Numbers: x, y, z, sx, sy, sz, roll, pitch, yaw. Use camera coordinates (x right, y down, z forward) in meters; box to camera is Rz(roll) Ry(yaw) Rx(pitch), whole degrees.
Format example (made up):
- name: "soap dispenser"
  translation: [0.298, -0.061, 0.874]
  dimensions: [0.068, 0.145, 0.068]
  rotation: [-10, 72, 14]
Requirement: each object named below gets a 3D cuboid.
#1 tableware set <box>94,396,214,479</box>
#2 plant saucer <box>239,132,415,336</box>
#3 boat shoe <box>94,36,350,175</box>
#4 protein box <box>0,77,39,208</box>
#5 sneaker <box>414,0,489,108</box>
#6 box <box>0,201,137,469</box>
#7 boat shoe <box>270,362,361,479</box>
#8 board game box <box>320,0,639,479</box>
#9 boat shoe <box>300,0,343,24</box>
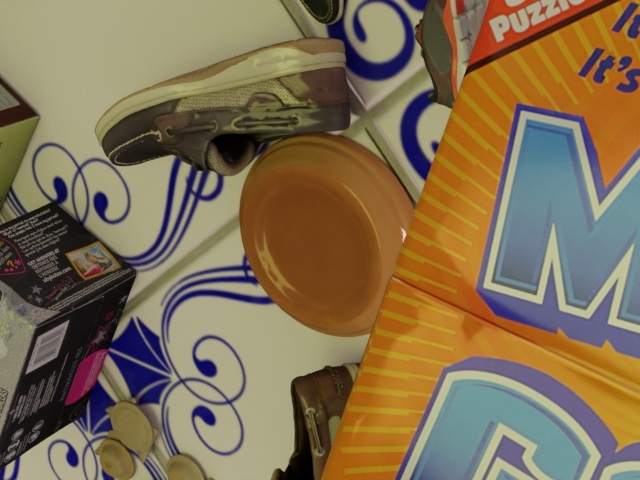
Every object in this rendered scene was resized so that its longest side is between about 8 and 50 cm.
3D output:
- name: "tableware set"
  translation: [-0.200, 0.265, 1.346]
  dimensions: [0.168, 0.020, 0.141]
  rotation: [48, 130, 10]
- name: "plant saucer"
  translation: [0.000, 0.000, 1.076]
  dimensions: [0.200, 0.037, 0.199]
  rotation: [15, 118, 31]
- name: "boat shoe"
  translation: [-0.093, -0.103, 1.053]
  dimensions: [0.285, 0.103, 0.092]
  rotation: [-15, 83, 34]
- name: "protein box"
  translation: [-0.449, -0.085, 1.262]
  dimensions: [0.136, 0.201, 0.199]
  rotation: [44, 128, 13]
- name: "sneaker"
  translation: [0.097, -0.175, 0.918]
  dimensions: [0.065, 0.061, 0.157]
  rotation: [11, 114, 40]
- name: "box"
  translation: [-0.336, 0.108, 1.285]
  dimensions: [0.142, 0.163, 0.247]
  rotation: [37, 126, 16]
- name: "boat shoe"
  translation: [-0.005, 0.236, 1.126]
  dimensions: [0.095, 0.095, 0.257]
  rotation: [-136, 47, -63]
- name: "board game box"
  translation: [0.265, 0.072, 0.652]
  dimensions: [0.357, 0.356, 0.356]
  rotation: [25, 106, 26]
- name: "boat shoe"
  translation: [-0.022, -0.239, 0.990]
  dimensions: [0.046, 0.038, 0.125]
  rotation: [-19, 97, 40]
